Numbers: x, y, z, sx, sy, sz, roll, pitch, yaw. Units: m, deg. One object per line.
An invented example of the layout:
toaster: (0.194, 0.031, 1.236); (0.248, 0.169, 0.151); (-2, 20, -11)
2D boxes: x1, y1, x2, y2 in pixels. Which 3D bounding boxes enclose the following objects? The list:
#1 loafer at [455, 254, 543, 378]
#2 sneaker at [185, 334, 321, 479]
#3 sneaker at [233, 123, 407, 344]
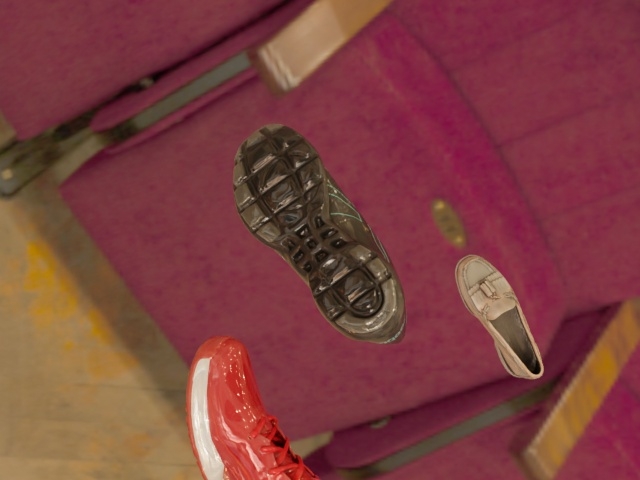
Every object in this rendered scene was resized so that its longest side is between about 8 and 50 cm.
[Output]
loafer: (0.164, 0.068, 1.109); (0.045, 0.039, 0.125); (-32, 101, -10)
sneaker: (-0.018, 0.174, 0.935); (0.087, 0.128, 0.221); (-28, 108, -62)
sneaker: (0.000, 0.000, 1.236); (0.267, 0.101, 0.106); (58, 9, 26)
